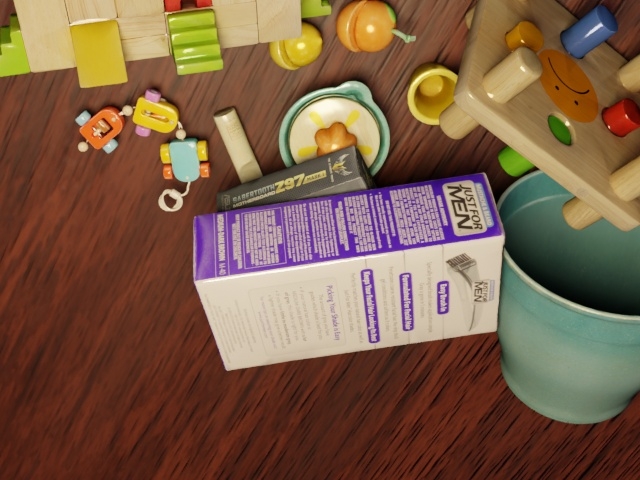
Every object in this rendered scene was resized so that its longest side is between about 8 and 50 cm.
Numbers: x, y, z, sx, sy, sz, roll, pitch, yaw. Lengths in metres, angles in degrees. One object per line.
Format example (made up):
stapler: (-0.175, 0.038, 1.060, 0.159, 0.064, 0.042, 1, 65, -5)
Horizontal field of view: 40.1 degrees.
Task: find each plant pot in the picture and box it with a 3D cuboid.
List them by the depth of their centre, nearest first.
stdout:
plant pot: (0.338, 0.085, 1.106, 0.271, 0.272, 0.255, -1, 132, -1)

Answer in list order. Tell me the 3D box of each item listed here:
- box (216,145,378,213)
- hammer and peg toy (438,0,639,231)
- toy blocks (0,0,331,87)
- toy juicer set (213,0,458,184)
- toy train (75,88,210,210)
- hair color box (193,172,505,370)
box: (0.000, 0.000, 1.103, 0.183, 0.059, 0.233, -18, 140, 13)
hammer and peg toy: (0.309, -0.143, 0.989, 0.361, 0.266, 0.127, 32, 140, -18)
toy blocks: (-0.172, -0.325, 0.882, 0.381, 0.191, 0.261, -10, 129, -11)
toy juicer set: (-0.008, -0.148, 1.057, 0.329, 0.089, 0.209, -37, 113, 17)
toy train: (-0.214, -0.121, 1.093, 0.125, 0.046, 0.166, -40, 109, 19)
hair color box: (0.035, 0.040, 1.028, 0.338, 0.110, 0.185, -7, 140, 2)
